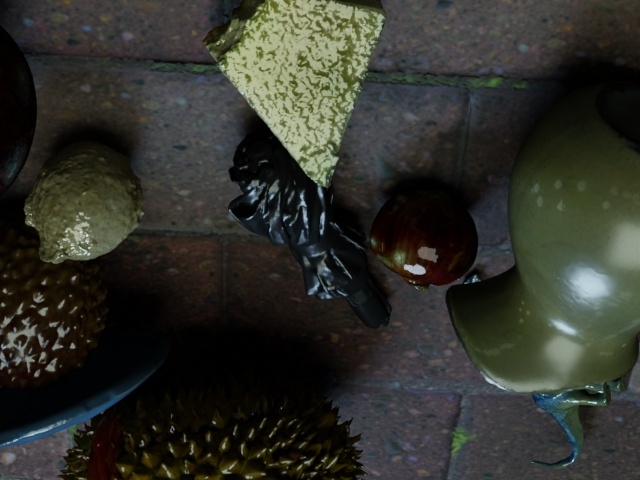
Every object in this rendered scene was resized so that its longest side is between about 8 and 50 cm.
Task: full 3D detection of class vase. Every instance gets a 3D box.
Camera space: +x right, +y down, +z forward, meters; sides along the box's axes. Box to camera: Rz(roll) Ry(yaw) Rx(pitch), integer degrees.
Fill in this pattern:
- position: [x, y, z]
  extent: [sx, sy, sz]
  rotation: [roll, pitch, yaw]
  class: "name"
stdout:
- position: [0.328, 0.013, 1.767]
  extent: [0.329, 0.241, 0.302]
  rotation: [11, 124, -19]
  class: "vase"

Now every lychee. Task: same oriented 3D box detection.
- position: [-0.337, 0.080, 1.912]
  extent: [0.200, 0.200, 0.238]
  rotation: [19, 104, -17]
  class: "lychee"

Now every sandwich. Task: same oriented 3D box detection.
- position: [-0.039, -0.163, 1.697]
  extent: [0.162, 0.058, 0.193]
  rotation: [14, 111, -11]
  class: "sandwich"

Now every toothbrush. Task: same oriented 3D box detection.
- position: [-0.027, 0.232, 2.186]
  extent: [0.019, 0.016, 0.219]
  rotation: [16, 135, -16]
  class: "toothbrush"

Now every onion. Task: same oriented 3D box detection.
- position: [0.115, 0.001, 1.865]
  extent: [0.117, 0.119, 0.118]
  rotation: [2, 139, -21]
  class: "onion"

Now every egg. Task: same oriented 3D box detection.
- position: [-0.248, -0.040, 1.821]
  extent: [0.118, 0.140, 0.116]
  rotation: [-11, 140, 31]
  class: "egg"

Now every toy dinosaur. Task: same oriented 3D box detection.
- position: [0.288, 0.162, 2.061]
  extent: [0.147, 0.076, 0.363]
  rotation: [1, 139, 31]
  class: "toy dinosaur"

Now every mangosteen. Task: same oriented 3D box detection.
- position: [-0.379, -0.120, 1.718]
  extent: [0.231, 0.231, 0.289]
  rotation: [-11, 172, 14]
  class: "mangosteen"

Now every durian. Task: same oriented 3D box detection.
- position: [-0.141, 0.300, 2.022]
  extent: [0.384, 0.348, 0.347]
  rotation: [-34, 127, 15]
  class: "durian"

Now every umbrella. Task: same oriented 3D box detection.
- position: [0.000, 0.000, 1.893]
  extent: [0.118, 0.118, 0.340]
  rotation: [-15, 143, 18]
  class: "umbrella"

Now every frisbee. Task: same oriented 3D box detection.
- position: [-0.299, 0.182, 1.965]
  extent: [0.289, 0.289, 0.049]
  rotation: [-16, 104, 19]
  class: "frisbee"
